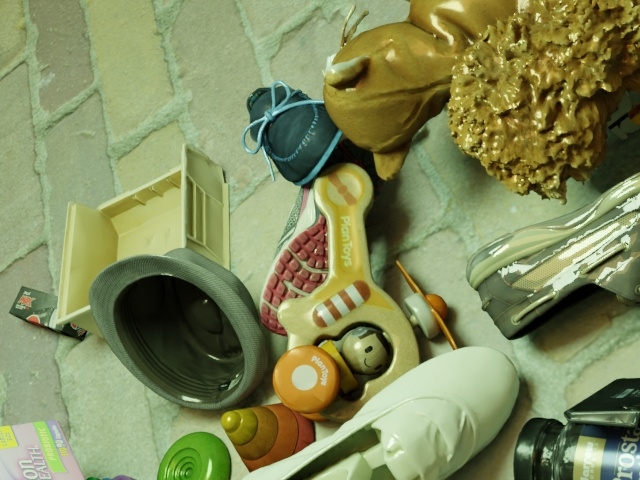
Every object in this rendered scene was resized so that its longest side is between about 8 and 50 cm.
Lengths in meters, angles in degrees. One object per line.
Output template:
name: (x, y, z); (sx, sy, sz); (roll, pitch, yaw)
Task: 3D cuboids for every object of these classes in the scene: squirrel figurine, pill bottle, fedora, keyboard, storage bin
squirrel figurine: (0.192, -0.224, 1.191); (0.370, 0.281, 0.397); (-32, 44, -5)
pill bottle: (0.316, 0.238, 1.009); (0.219, 0.123, 0.123); (-1, 64, 37)
fedora: (-0.182, 0.107, 1.410); (0.244, 0.275, 0.124); (-28, 18, 31)
keyboard: (0.330, 0.165, 1.013); (0.108, 0.180, 0.023); (-8, 90, 34)
storage bin: (-0.286, 0.003, 1.620); (0.262, 0.123, 0.260); (-23, 53, 26)

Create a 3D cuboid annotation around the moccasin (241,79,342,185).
moccasin: (-0.059, -0.161, 1.453); (0.138, 0.117, 0.342); (-54, 16, -1)

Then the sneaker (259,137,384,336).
sneaker: (0.000, 0.000, 1.421); (0.299, 0.121, 0.112); (-65, 18, -11)

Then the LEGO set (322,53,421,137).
LEGO set: (0.148, -0.224, 1.426); (0.287, 0.132, 0.107); (-15, 62, -9)

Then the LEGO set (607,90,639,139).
LEGO set: (0.443, -0.172, 1.176); (0.227, 0.093, 0.087); (-40, 25, 32)

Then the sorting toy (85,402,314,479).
sorting toy: (-0.190, 0.303, 1.365); (0.365, 0.126, 0.127); (-25, 52, 24)

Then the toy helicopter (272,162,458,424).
toy helicopter: (0.058, 0.065, 1.293); (0.235, 0.140, 0.355); (-7, 73, 8)

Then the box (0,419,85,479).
box: (-0.415, 0.421, 1.403); (0.213, 0.117, 0.243); (47, 129, 44)

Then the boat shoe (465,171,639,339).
boat shoe: (0.346, 0.015, 1.137); (0.355, 0.132, 0.130); (-27, 73, 26)

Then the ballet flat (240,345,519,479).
ballet flat: (0.061, 0.266, 1.155); (0.400, 0.139, 0.139); (-31, 49, 10)

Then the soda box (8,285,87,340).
soda box: (-0.474, 0.127, 1.742); (0.169, 0.053, 0.060); (9, 71, 42)
